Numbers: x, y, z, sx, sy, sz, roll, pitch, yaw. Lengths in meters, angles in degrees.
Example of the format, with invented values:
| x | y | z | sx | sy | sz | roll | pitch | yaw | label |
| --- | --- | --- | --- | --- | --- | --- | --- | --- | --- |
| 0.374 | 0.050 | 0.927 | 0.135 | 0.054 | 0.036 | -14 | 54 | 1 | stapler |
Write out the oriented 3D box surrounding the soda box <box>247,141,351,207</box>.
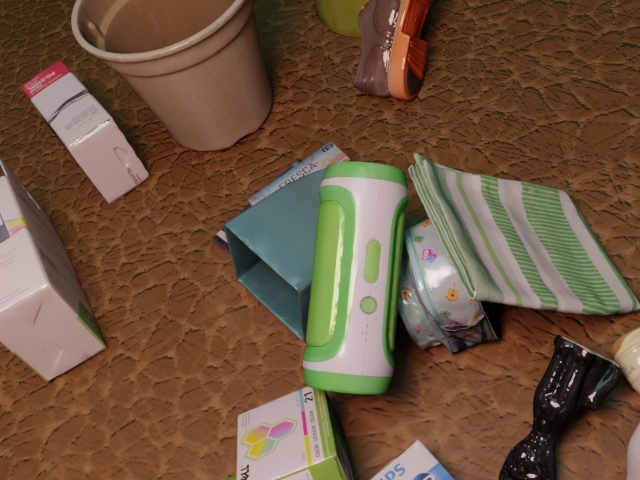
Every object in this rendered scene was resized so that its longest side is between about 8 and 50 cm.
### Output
| x | y | z | sx | sy | sz | roll | pitch | yaw | label |
| --- | --- | --- | --- | --- | --- | --- | --- | --- | --- |
| -0.031 | -0.087 | 1.329 | 0.183 | 0.058 | 0.063 | -36 | 54 | -12 | soda box |

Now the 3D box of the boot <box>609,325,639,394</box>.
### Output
| x | y | z | sx | sy | sz | roll | pitch | yaw | label |
| --- | --- | --- | --- | --- | --- | --- | --- | --- | --- |
| 0.534 | 0.170 | 0.977 | 0.262 | 0.095 | 0.203 | -22 | 52 | 3 | boot |

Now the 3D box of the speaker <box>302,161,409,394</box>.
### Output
| x | y | z | sx | sy | sz | roll | pitch | yaw | label |
| --- | --- | --- | --- | --- | --- | --- | --- | --- | --- |
| 0.048 | 0.051 | 1.036 | 0.131 | 0.131 | 0.296 | 3 | 83 | 19 | speaker |

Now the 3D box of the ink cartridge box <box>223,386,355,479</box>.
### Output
| x | y | z | sx | sy | sz | roll | pitch | yaw | label |
| --- | --- | --- | --- | --- | --- | --- | --- | --- | --- |
| -0.090 | 0.310 | 1.011 | 0.255 | 0.097 | 0.189 | -22 | 18 | 1 | ink cartridge box |

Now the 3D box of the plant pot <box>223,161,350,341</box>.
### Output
| x | y | z | sx | sy | sz | roll | pitch | yaw | label |
| --- | --- | --- | --- | --- | --- | --- | --- | --- | --- |
| 0.000 | 0.000 | 1.211 | 0.234 | 0.165 | 0.165 | -39 | 63 | -21 | plant pot |

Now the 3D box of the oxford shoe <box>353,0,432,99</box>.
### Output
| x | y | z | sx | sy | sz | roll | pitch | yaw | label |
| --- | --- | --- | --- | --- | --- | --- | --- | --- | --- |
| 0.132 | -0.448 | 1.432 | 0.133 | 0.130 | 0.363 | 10 | 92 | 28 | oxford shoe |

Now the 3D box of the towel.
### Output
| x | y | z | sx | sy | sz | roll | pitch | yaw | label |
| --- | --- | --- | --- | --- | --- | --- | --- | --- | --- |
| 0.286 | -0.004 | 1.081 | 0.038 | 0.325 | 0.247 | -52 | 42 | 36 | towel |

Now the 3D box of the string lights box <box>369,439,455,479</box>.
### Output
| x | y | z | sx | sy | sz | roll | pitch | yaw | label |
| --- | --- | --- | --- | --- | --- | --- | --- | --- | --- |
| 0.158 | 0.388 | 0.945 | 0.133 | 0.076 | 0.259 | -37 | 54 | -11 | string lights box |

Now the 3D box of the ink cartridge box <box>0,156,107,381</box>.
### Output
| x | y | z | sx | sy | sz | roll | pitch | yaw | label |
| --- | --- | --- | --- | --- | --- | --- | --- | --- | --- |
| -0.507 | 0.039 | 1.309 | 0.119 | 0.207 | 0.353 | -31 | 52 | -8 | ink cartridge box |

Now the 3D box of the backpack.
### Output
| x | y | z | sx | sy | sz | roll | pitch | yaw | label |
| --- | --- | --- | --- | --- | --- | --- | --- | --- | --- |
| 0.172 | 0.058 | 1.106 | 0.144 | 0.188 | 0.165 | -14 | 54 | 6 | backpack |

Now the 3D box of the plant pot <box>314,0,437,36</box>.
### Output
| x | y | z | sx | sy | sz | roll | pitch | yaw | label |
| --- | --- | --- | --- | --- | --- | --- | --- | --- | --- |
| 0.087 | -0.608 | 1.538 | 0.275 | 0.293 | 0.274 | -8 | 54 | 11 | plant pot |

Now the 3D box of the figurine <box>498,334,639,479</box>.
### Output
| x | y | z | sx | sy | sz | roll | pitch | yaw | label |
| --- | --- | --- | --- | --- | --- | --- | --- | --- | --- |
| 0.343 | 0.255 | 0.948 | 0.215 | 0.092 | 0.209 | 27 | 92 | 43 | figurine |

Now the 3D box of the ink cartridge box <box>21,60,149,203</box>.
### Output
| x | y | z | sx | sy | sz | roll | pitch | yaw | label |
| --- | --- | --- | --- | --- | --- | --- | --- | --- | --- |
| -0.451 | -0.208 | 1.490 | 0.100 | 0.172 | 0.237 | -38 | 54 | -11 | ink cartridge box |

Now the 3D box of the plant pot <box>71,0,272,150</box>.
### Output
| x | y | z | sx | sy | sz | roll | pitch | yaw | label |
| --- | --- | --- | --- | --- | --- | --- | --- | --- | --- |
| -0.235 | -0.342 | 1.437 | 0.334 | 0.305 | 0.333 | -8 | 53 | 11 | plant pot |

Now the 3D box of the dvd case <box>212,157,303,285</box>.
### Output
| x | y | z | sx | sy | sz | roll | pitch | yaw | label |
| --- | --- | --- | --- | --- | --- | --- | --- | --- | --- |
| -0.057 | -0.034 | 1.346 | 0.164 | 0.018 | 0.221 | 35 | 70 | 32 | dvd case |
